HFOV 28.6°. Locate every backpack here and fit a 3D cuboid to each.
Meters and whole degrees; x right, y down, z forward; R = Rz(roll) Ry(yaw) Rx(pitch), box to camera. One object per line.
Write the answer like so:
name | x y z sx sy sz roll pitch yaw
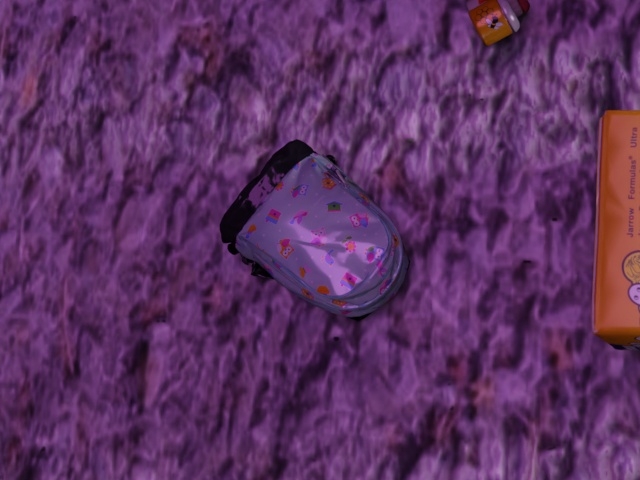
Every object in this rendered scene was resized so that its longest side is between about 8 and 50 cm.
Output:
backpack | 0.000 0.000 1.268 0.182 0.115 0.152 39 92 17

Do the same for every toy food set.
toy food set | 0.168 -0.310 1.262 0.104 0.111 0.232 -27 71 13

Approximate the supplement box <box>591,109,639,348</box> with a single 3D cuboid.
supplement box | 0.426 0.002 1.083 0.357 0.194 0.195 1 82 19
